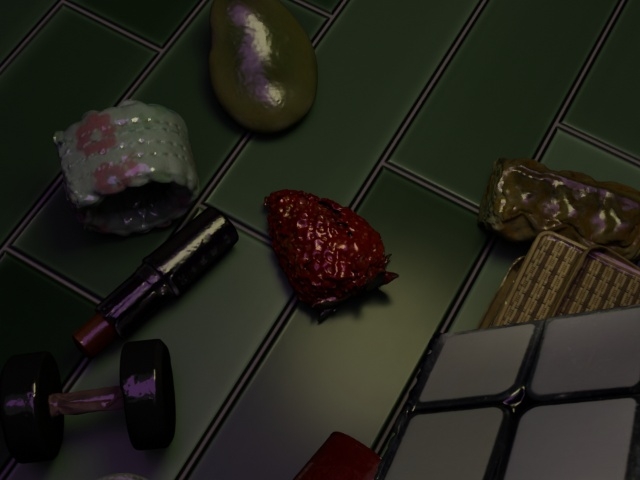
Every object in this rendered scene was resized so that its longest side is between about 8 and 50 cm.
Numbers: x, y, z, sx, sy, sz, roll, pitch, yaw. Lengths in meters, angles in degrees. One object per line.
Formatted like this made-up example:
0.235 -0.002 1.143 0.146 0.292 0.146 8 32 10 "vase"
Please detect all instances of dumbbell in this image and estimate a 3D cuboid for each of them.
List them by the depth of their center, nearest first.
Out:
-0.319 0.222 1.229 0.218 0.152 0.153 -6 65 -3 "dumbbell"

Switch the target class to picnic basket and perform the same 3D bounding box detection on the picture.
0.384 0.153 1.250 0.312 0.175 0.228 28 62 12 "picnic basket"

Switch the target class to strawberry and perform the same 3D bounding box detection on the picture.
0.011 -0.011 1.372 0.174 0.098 0.228 -22 68 -12 "strawberry"

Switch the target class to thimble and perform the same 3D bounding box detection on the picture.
-0.300 -0.109 1.359 0.210 0.185 0.149 -3 64 -30 "thimble"

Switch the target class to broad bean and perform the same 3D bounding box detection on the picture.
-0.101 -0.304 1.512 0.188 0.121 0.263 -13 81 -13 "broad bean"

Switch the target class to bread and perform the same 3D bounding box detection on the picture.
0.389 -0.043 1.382 0.267 0.130 0.152 16 57 6 "bread"

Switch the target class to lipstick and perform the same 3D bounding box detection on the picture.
-0.251 0.064 1.342 0.081 0.081 0.299 42 70 16 "lipstick"

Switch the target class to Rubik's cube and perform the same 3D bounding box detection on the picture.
0.287 0.293 1.018 0.313 0.318 0.316 -14 29 35 "Rubik's cube"

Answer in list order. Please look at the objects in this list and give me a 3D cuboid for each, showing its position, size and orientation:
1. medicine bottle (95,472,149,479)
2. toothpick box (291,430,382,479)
-0.254 0.388 1.157 0.147 0.143 0.147 0 66 -1 "medicine bottle"
-0.017 0.432 1.109 0.204 0.204 0.333 39 71 15 "toothpick box"
